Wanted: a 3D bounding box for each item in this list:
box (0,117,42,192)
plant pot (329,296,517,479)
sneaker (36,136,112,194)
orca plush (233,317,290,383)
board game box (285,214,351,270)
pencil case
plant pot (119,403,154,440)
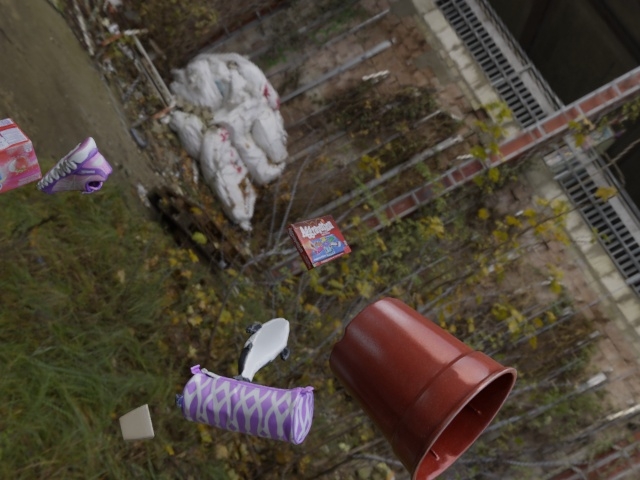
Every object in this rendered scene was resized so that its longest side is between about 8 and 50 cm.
[{"bbox_3d":[-0.838,-0.182,1.355,0.128,0.257,0.122,40,-38,28],"label":"box"},{"bbox_3d":[0.175,0.261,1.060,0.265,0.272,0.272,41,-12,33],"label":"plant pot"},{"bbox_3d":[-0.575,-0.148,1.318,0.104,0.236,0.095,46,43,-28],"label":"sneaker"},{"bbox_3d":[-0.180,0.356,1.683,0.151,0.102,0.287,23,40,-9],"label":"orca plush"},{"bbox_3d":[0.000,0.000,1.755,0.145,0.027,0.281,60,27,5],"label":"board game box"},{"bbox_3d":[-0.113,0.251,0.863,0.086,0.206,0.088,12,85,-73],"label":"pencil case"},{"bbox_3d":[-0.623,0.624,1.886,0.109,0.096,0.109,128,-53,-61],"label":"plant pot"}]
